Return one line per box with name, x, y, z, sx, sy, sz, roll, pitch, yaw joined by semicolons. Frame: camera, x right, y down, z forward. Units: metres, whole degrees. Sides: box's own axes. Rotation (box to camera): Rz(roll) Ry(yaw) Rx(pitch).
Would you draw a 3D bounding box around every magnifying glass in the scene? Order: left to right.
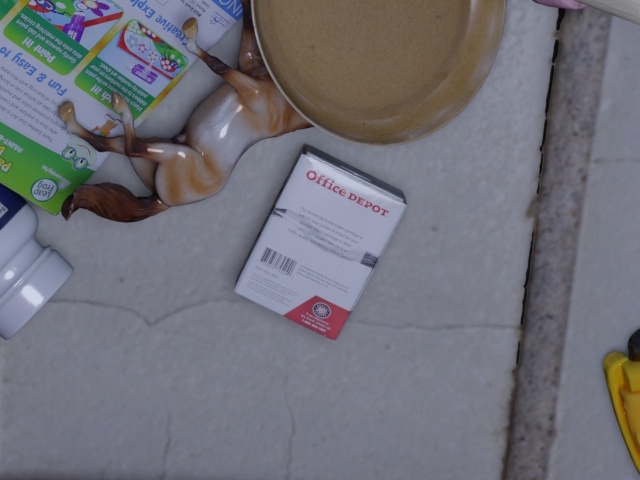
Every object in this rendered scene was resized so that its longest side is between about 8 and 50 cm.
magnifying glass;0.041;-0.213;1.325;0.092;0.026;0.231;17;86;-30

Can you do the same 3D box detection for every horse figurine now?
horse figurine;-0.097;-0.098;1.339;0.263;0.066;0.174;-42;133;2

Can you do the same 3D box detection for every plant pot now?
plant pot;0.044;-0.193;1.299;0.236;0.032;0.236;-4;98;-29

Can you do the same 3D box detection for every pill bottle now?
pill bottle;-0.301;-0.010;1.361;0.187;0.112;0.112;44;100;-9

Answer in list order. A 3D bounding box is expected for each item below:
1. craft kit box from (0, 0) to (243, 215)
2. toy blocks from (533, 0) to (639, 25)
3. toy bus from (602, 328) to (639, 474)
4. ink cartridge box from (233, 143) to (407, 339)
craft kit box;-0.221;-0.169;1.287;0.246;0.061;0.250;-47;134;7
toy blocks;0.220;-0.366;1.242;0.309;0.260;0.288;-41;130;-15
toy bus;0.359;0.142;1.335;0.220;0.211;0.149;-19;103;7
ink cartridge box;0.000;0.000;1.386;0.099;0.056;0.135;27;102;-5
